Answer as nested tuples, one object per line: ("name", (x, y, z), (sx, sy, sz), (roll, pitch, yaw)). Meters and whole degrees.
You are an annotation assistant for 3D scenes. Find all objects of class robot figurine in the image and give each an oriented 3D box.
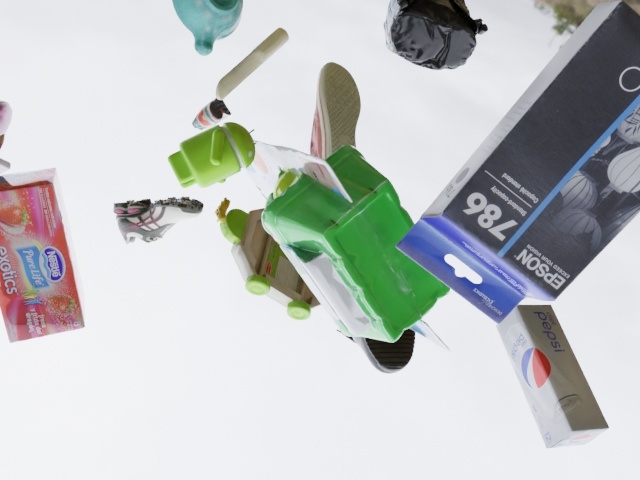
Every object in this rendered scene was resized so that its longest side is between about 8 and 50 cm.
("robot figurine", (-0.136, -0.111, 0.821), (0.115, 0.101, 0.067), (-27, -99, -9))

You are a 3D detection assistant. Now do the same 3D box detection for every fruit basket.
("fruit basket", (0.000, 0.000, 0.897), (0.165, 0.327, 0.353), (-43, -151, -18))

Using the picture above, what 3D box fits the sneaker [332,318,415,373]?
("sneaker", (0.094, 0.161, 1.311), (0.123, 0.146, 0.330), (8, -143, -21))

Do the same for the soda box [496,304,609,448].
("soda box", (0.470, 0.273, 1.311), (0.098, 0.091, 0.286), (2, -129, -20))

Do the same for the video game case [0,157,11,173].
("video game case", (-0.852, -0.170, 1.447), (0.183, 0.202, 0.023), (35, -140, -57))

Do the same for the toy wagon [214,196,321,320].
("toy wagon", (-0.110, 0.021, 1.484), (0.344, 0.068, 0.267), (34, -137, -24))

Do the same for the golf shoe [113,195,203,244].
("golf shoe", (-0.423, -0.056, 1.693), (0.273, 0.120, 0.105), (-2, -172, 26))

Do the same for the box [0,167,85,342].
("box", (-0.557, 0.025, 1.236), (0.142, 0.299, 0.154), (-11, -159, -17))

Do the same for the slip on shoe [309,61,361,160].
("slip on shoe", (0.023, -0.253, 1.443), (0.123, 0.101, 0.331), (12, -110, -37))

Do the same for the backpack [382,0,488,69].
("backpack", (0.163, -0.351, 1.009), (0.152, 0.115, 0.181), (18, -140, -17))

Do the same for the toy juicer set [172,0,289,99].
("toy juicer set", (-0.162, -0.426, 1.112), (0.209, 0.328, 0.090), (-28, -163, -34))

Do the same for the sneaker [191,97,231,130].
("sneaker", (-0.273, -0.309, 1.566), (0.057, 0.075, 0.161), (59, -167, -14))

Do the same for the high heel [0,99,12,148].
("high heel", (-0.646, -0.156, 1.205), (0.127, 0.181, 0.377), (-12, -174, -32))

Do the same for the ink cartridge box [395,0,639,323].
("ink cartridge box", (0.245, -0.062, 0.667), (0.165, 0.332, 0.065), (35, -164, -9))
